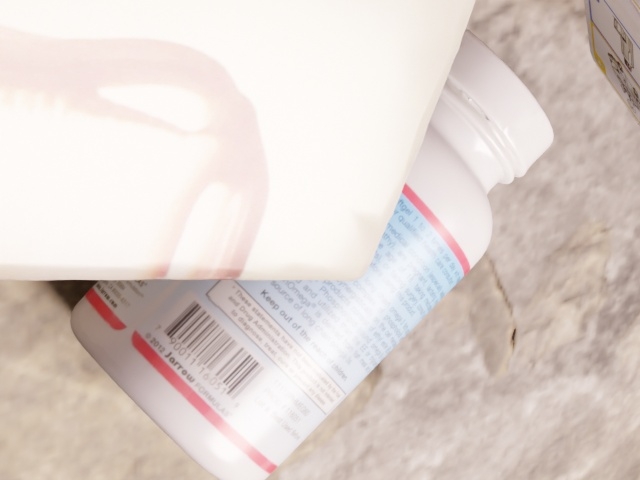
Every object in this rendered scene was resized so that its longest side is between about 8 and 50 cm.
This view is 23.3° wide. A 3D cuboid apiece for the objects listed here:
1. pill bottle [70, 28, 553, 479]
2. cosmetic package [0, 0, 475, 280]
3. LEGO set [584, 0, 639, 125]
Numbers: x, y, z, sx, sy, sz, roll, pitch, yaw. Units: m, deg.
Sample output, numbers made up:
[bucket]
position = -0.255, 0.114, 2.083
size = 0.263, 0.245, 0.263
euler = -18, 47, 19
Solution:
[pill bottle]
position = 0.000, 0.000, 0.523
size = 0.160, 0.087, 0.087
euler = -45, 135, -5
[cosmetic package]
position = -0.121, -0.079, 0.333
size = 0.296, 0.153, 0.129
euler = 2, 118, -37
[LEGO set]
position = 0.057, -0.136, 0.392
size = 0.060, 0.244, 0.182
euler = -29, 151, -1
